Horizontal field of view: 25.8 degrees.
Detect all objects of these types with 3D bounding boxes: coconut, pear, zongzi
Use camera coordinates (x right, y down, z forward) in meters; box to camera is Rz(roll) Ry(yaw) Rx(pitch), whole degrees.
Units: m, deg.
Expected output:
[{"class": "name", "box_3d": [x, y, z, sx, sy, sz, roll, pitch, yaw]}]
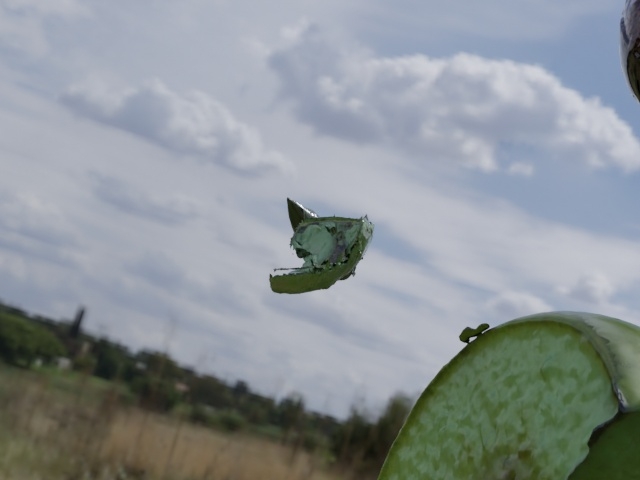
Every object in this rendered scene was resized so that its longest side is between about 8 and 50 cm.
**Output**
[{"class": "coconut", "box_3d": [0.004, 0.015, 1.452, 0.133, 0.055, 0.158, -18, 17, 30]}, {"class": "pear", "box_3d": [0.223, 0.222, 1.062, 0.318, 0.342, 0.238, 23, 27, -21]}, {"class": "zongzi", "box_3d": [0.000, 0.000, 1.993, 0.109, 0.055, 0.119, 45, -7, 35]}]

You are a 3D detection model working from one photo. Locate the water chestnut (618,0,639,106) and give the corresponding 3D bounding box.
[{"class": "water chestnut", "box_3d": [0.463, -0.241, 1.503, 0.300, 0.300, 0.300, 16, -9, 3]}]
